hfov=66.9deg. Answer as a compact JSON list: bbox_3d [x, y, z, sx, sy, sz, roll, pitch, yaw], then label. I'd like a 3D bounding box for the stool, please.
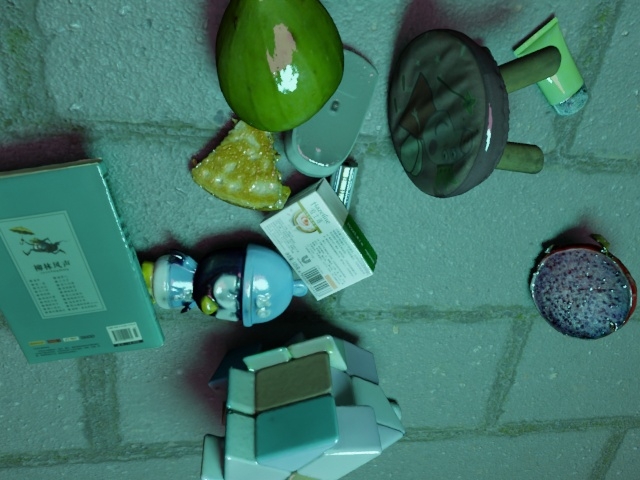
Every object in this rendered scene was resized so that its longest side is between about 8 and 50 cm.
[{"bbox_3d":[0.252,-0.216,0.819,0.179,0.272,0.271,-13,119,-21],"label":"stool"}]

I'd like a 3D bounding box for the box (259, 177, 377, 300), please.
[{"bbox_3d":[0.000,0.000,0.925,0.135,0.081,0.199,-28,110,25],"label":"box"}]

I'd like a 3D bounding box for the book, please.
[{"bbox_3d":[-0.448,0.053,0.839,0.265,0.031,0.379,-7,119,-2],"label":"book"}]

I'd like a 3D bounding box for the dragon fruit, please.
[{"bbox_3d":[0.610,0.100,1.098,0.148,0.218,0.223,-13,81,-38],"label":"dragon fruit"}]

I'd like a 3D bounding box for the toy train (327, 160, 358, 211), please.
[{"bbox_3d":[0.028,-0.035,0.971,0.055,0.048,0.251,5,115,-11],"label":"toy train"}]

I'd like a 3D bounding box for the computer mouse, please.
[{"bbox_3d":[0.013,-0.225,0.861,0.128,0.079,0.230,22,95,-18],"label":"computer mouse"}]

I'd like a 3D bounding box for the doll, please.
[{"bbox_3d":[-0.182,0.088,0.939,0.315,0.141,0.177,0,129,-6],"label":"doll"}]

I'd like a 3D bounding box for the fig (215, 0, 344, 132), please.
[{"bbox_3d":[-0.074,-0.286,0.722,0.203,0.202,0.225,-26,150,2],"label":"fig"}]

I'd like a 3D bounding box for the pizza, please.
[{"bbox_3d":[-0.126,-0.158,0.869,0.188,0.062,0.198,22,103,3],"label":"pizza"}]

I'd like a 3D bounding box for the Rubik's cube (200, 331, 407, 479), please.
[{"bbox_3d":[-0.046,0.356,0.976,0.368,0.358,0.387,28,121,-30],"label":"Rubik's cube"}]

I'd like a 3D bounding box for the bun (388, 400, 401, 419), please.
[{"bbox_3d":[0.166,0.442,1.238,0.084,0.045,0.083,-3,118,-6],"label":"bun"}]

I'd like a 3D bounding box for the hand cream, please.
[{"bbox_3d":[0.446,-0.318,0.919,0.095,0.046,0.175,-39,110,10],"label":"hand cream"}]
